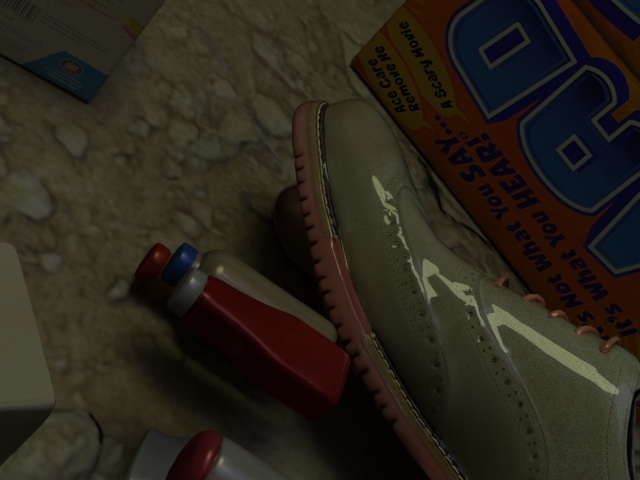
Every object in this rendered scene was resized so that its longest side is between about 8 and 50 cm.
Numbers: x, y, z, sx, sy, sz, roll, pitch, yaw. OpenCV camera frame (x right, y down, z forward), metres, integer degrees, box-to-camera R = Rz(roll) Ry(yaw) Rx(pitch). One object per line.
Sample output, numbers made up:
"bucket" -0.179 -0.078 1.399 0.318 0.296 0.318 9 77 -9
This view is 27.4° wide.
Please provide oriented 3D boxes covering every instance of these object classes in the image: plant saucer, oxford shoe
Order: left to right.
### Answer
"plant saucer" 0.000 0.000 0.868 0.083 0.015 0.083 25 44 -26
"oxford shoe" 0.106 0.076 0.764 0.397 0.146 0.140 65 13 12

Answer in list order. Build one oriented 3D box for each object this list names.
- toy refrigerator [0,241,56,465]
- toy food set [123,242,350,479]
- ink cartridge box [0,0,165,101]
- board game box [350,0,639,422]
"toy refrigerator" -0.254 0.053 0.519 0.269 0.102 0.094 3 55 -40
"toy food set" -0.062 0.080 0.666 0.104 0.111 0.232 35 38 -12
"ink cartridge box" -0.137 -0.174 0.789 0.092 0.143 0.090 30 41 -21
"board game box" 0.324 -0.149 1.022 0.356 0.356 0.356 52 39 7
